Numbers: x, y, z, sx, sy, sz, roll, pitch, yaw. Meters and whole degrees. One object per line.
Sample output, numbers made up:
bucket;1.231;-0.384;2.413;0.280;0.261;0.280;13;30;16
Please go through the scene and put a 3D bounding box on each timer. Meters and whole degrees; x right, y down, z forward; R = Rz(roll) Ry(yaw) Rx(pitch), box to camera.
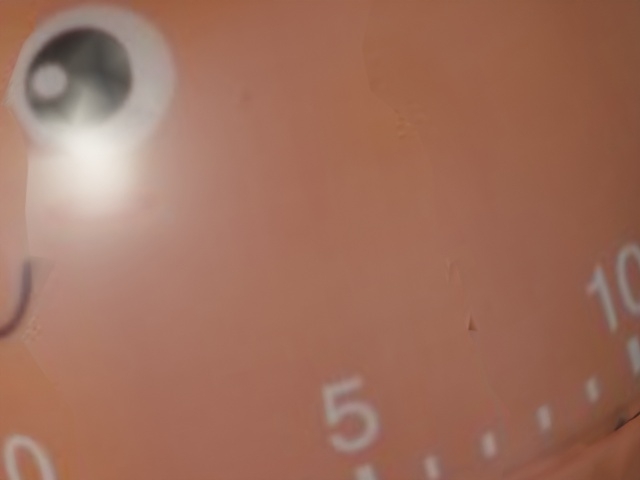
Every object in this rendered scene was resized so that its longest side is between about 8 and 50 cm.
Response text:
timer;-0.019;0.001;0.427;0.229;0.229;0.215;-27;111;-28
